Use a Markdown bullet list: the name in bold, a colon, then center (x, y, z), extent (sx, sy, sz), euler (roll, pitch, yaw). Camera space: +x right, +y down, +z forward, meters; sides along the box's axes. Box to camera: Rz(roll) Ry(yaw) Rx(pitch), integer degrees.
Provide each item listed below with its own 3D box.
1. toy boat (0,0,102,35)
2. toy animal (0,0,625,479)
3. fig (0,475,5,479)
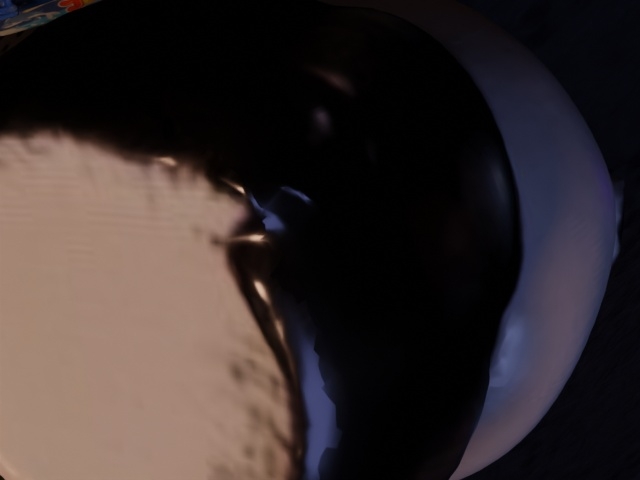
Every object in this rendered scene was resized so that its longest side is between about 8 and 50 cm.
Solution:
- **toy boat**: center (-0.119, -0.123, 0.492), extent (0.175, 0.091, 0.110), euler (-26, 165, -8)
- **toy animal**: center (0.000, 0.000, 0.594), extent (0.310, 0.251, 0.251), euler (-34, 157, -52)
- **fig**: center (-0.189, 0.198, 0.669), extent (0.316, 0.316, 0.316), euler (-25, 146, -19)
